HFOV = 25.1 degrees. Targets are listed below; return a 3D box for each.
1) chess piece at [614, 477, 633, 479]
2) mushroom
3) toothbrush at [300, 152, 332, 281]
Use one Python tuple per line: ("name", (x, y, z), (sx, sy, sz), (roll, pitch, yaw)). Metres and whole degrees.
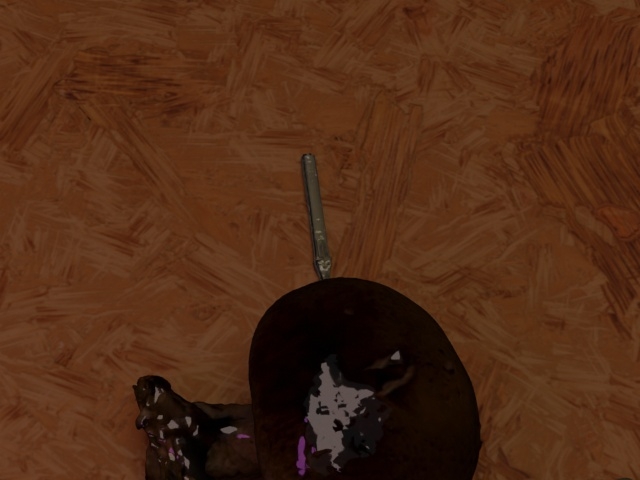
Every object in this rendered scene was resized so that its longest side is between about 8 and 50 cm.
("chess piece", (0.261, 0.360, 1.713), (0.243, 0.133, 0.133), (-5, 61, 0))
("mushroom", (0.008, 0.238, 1.708), (0.334, 0.356, 0.331), (19, 32, -44))
("toothbrush", (-0.001, 0.003, 1.938), (0.026, 0.028, 0.294), (-3, 56, -9))
